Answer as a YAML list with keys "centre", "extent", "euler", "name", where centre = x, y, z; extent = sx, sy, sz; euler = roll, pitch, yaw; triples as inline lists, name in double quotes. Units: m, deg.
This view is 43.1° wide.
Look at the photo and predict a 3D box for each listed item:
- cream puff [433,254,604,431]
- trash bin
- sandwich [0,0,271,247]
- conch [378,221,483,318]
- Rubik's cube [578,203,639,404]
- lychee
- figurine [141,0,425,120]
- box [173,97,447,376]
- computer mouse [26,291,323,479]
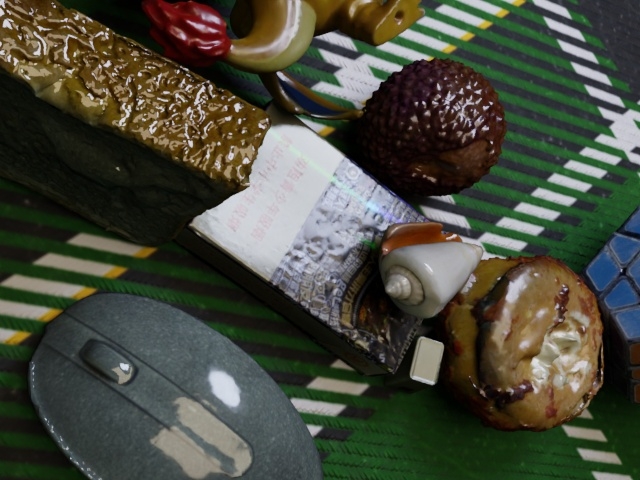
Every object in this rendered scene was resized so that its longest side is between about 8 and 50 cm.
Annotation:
- centre: [0.247, 0.129, 1.040]
  extent: [0.240, 0.164, 0.239]
  euler: [-3, 95, -34]
  name: "cream puff"
- centre: [0.116, 0.153, 1.004]
  extent: [0.043, 0.092, 0.060]
  euler: [18, 72, -6]
  name: "trash bin"
- centre: [-0.236, -0.110, 0.783]
  extent: [0.301, 0.271, 0.099]
  euler: [28, 61, -19]
  name: "sandwich"
- centre: [0.130, 0.023, 0.944]
  extent: [0.176, 0.104, 0.094]
  euler: [-35, 136, -30]
  name: "conch"
- centre: [0.501, 0.084, 1.111]
  extent: [0.264, 0.319, 0.318]
  euler: [31, 66, -47]
  name: "Rubik's cube"
- centre: [0.143, -0.152, 1.036]
  extent: [0.188, 0.188, 0.188]
  euler: [5, 78, -25]
  name: "lychee"
- centre: [-0.105, -0.321, 0.838]
  extent: [0.401, 0.387, 0.268]
  euler: [8, 118, -54]
  name: "figurine"
- centre: [0.000, 0.000, 0.983]
  extent: [0.310, 0.084, 0.198]
  euler: [37, 66, -15]
  name: "box"
- centre: [-0.137, 0.202, 0.863]
  extent: [0.374, 0.114, 0.203]
  euler: [40, 67, -13]
  name: "computer mouse"
